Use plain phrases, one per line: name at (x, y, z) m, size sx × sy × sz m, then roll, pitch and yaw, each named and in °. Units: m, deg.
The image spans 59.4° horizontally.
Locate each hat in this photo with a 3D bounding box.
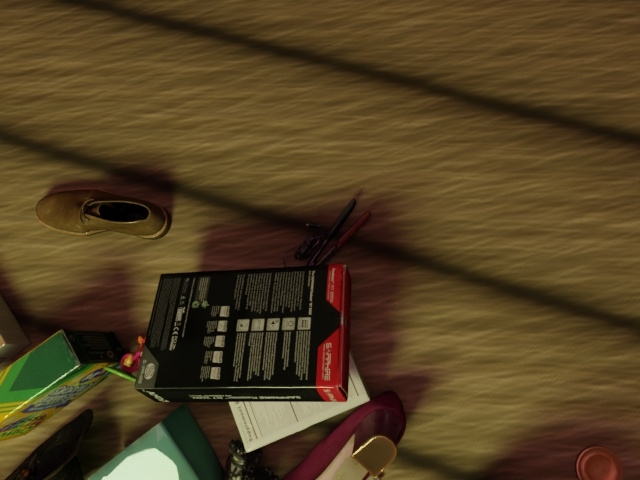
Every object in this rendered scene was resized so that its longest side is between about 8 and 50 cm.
hat at (-0.508, 0.478, 1.032) m, size 0.331 × 0.331 × 0.134 m, roll -40°, pitch 100°, yaw -2°

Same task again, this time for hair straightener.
hair straightener at (0.000, 0.000, 1.181) m, size 0.089 × 0.047 × 0.230 m, roll 42°, pitch 90°, yaw 12°

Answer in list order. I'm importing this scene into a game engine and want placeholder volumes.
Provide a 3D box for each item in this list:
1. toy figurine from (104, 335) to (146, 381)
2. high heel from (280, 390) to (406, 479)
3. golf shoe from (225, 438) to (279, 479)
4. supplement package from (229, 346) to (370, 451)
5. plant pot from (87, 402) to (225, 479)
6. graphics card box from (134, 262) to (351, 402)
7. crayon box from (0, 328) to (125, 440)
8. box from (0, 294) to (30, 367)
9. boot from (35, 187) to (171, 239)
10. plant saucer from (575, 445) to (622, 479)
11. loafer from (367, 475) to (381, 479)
toy figurine at (-0.317, 0.219, 1.132) m, size 0.173 × 0.130 × 0.159 m, roll 27°, pitch 69°, yaw -12°
high heel at (0.019, 0.443, 1.085) m, size 0.377 × 0.181 × 0.127 m, roll -39°, pitch 92°, yaw 17°
golf shoe at (-0.132, 0.456, 1.042) m, size 0.077 × 0.198 × 0.094 m, roll 18°, pitch 94°, yaw -21°
supplement package at (-0.041, 0.286, 1.077) m, size 0.244 × 0.134 × 0.139 m, roll -23°, pitch 77°, yaw 1°
plant pot at (-0.274, 0.466, 1.058) m, size 0.165 × 0.166 × 0.234 m, roll -38°, pitch 85°, yaw -2°
graphics card box at (-0.130, 0.169, 1.014) m, size 0.370 × 0.094 × 0.233 m, roll -4°, pitch 59°, yaw 11°
crayon box at (-0.566, 0.300, 1.098) m, size 0.322 × 0.203 × 0.083 m, roll -34°, pitch 78°, yaw 0°
box at (-0.734, 0.192, 1.195) m, size 0.130 × 0.091 × 0.170 m, roll -39°, pitch 78°, yaw -2°
boot at (-0.486, -0.067, 1.207) m, size 0.305 × 0.115 × 0.113 m, roll 5°, pitch 81°, yaw 8°
plant saucer at (0.521, 0.428, 1.049) m, size 0.083 × 0.013 × 0.084 m, roll -1°, pitch 80°, yaw 6°
loafer at (0.068, 0.494, 1.073) m, size 0.039 × 0.045 × 0.125 m, roll 40°, pitch 82°, yaw -6°
